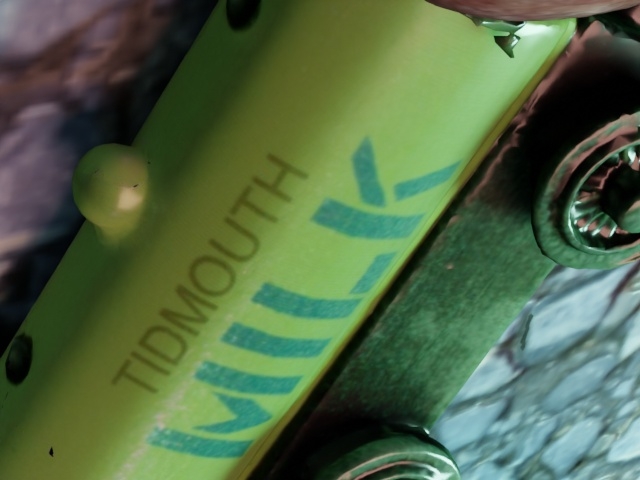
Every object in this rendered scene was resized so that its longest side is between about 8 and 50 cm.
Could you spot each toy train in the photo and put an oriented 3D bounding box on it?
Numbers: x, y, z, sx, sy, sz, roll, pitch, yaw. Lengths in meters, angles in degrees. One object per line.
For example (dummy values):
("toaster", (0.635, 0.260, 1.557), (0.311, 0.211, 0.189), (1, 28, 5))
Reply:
("toy train", (0.000, 0.000, 0.502), (0.157, 0.105, 0.253), (14, 125, -34))

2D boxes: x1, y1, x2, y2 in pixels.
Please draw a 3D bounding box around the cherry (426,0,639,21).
("cherry", (0.001, -0.090, 0.368), (0.226, 0.090, 0.107), (-1, -170, 10))
